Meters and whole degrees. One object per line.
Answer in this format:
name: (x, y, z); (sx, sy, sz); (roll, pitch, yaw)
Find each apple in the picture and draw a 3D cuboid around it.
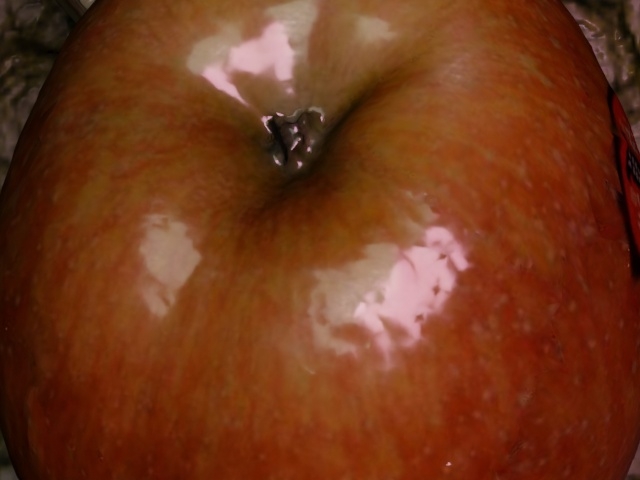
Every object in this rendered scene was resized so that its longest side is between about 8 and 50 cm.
apple: (0.000, 0.000, 0.783); (0.278, 0.250, 0.309); (-11, 40, -10)

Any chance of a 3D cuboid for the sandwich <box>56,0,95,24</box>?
sandwich: (-0.054, -0.205, 0.936); (0.227, 0.155, 0.198); (-40, 72, -4)
